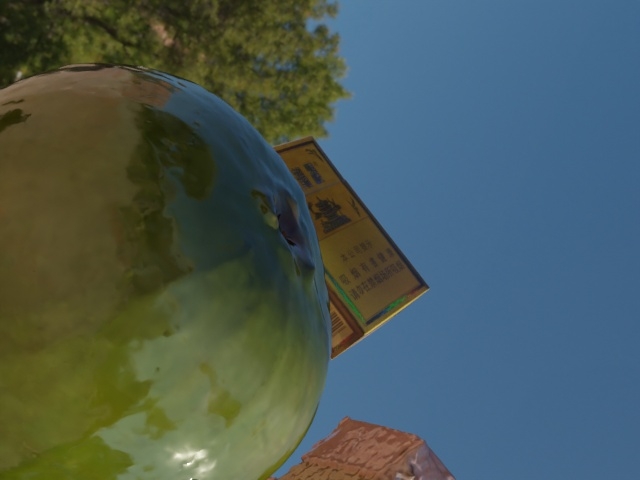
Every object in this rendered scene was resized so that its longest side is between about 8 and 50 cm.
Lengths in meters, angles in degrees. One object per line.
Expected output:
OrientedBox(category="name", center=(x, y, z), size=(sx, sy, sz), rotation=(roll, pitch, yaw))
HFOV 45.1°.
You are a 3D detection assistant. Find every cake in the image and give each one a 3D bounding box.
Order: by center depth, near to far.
OrientedBox(category="cake", center=(0.060, 0.470, 1.172), size=(0.307, 0.314, 0.293), rotation=(-39, -163, -23))

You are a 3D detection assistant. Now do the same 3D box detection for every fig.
OrientedBox(category="fig", center=(-0.157, 0.044, 0.501), size=(0.316, 0.316, 0.316), rotation=(-40, -143, 39))

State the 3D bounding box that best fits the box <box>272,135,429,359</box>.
OrientedBox(category="box", center=(0.000, 0.000, 1.114), size=(0.301, 0.193, 0.084), rotation=(53, -53, 8))
